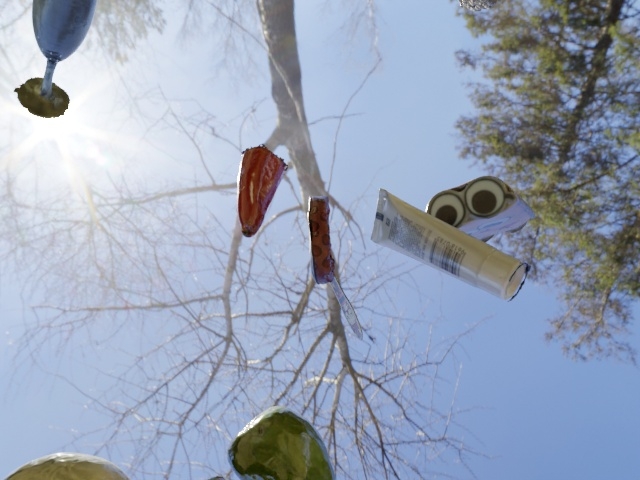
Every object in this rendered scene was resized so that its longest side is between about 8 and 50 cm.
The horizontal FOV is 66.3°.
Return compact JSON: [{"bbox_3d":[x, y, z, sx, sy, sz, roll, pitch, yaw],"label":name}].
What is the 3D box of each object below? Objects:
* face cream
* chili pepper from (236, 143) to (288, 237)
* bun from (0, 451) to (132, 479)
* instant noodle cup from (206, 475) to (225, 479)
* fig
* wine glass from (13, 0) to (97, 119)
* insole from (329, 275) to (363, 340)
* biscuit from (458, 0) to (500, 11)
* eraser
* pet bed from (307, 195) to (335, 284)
[{"bbox_3d":[0.168,0.008,0.697,0.058,0.092,0.243,-18,-144,-40],"label":"face cream"},{"bbox_3d":[-0.108,-0.074,0.831,0.064,0.088,0.169,-30,-141,42],"label":"chili pepper"},{"bbox_3d":[-0.466,0.578,0.888,0.364,0.219,0.366,-2,-114,4],"label":"bun"},{"bbox_3d":[-0.143,0.504,0.731,0.212,0.193,0.193,33,-117,23],"label":"instant noodle cup"},{"bbox_3d":[-0.061,0.416,0.951,0.233,0.167,0.167,12,-126,15],"label":"fig"},{"bbox_3d":[-0.295,-0.221,0.547,0.066,0.198,0.066,18,-125,-28],"label":"wine glass"},{"bbox_3d":[0.052,0.138,1.125,0.004,0.065,0.197,-19,-107,-22],"label":"insole"},{"bbox_3d":[0.207,-0.410,0.723,0.082,0.168,0.070,-60,-157,10],"label":"biscuit"},{"bbox_3d":[0.333,-0.056,1.006,0.171,0.290,0.087,-19,-103,27],"label":"eraser"},{"bbox_3d":[0.000,0.000,1.049,0.053,0.201,0.201,-5,-130,4],"label":"pet bed"}]
